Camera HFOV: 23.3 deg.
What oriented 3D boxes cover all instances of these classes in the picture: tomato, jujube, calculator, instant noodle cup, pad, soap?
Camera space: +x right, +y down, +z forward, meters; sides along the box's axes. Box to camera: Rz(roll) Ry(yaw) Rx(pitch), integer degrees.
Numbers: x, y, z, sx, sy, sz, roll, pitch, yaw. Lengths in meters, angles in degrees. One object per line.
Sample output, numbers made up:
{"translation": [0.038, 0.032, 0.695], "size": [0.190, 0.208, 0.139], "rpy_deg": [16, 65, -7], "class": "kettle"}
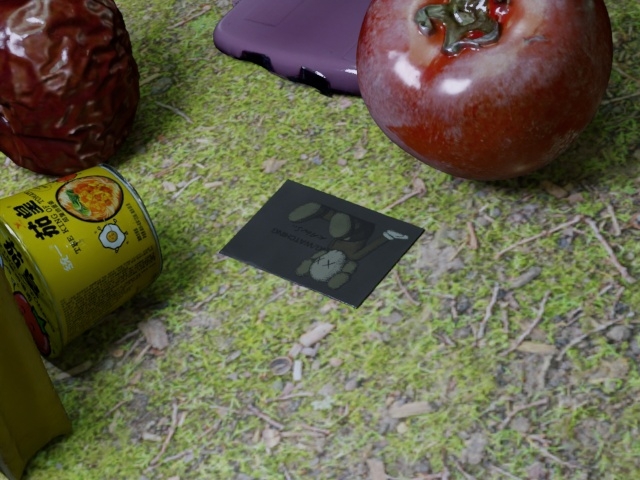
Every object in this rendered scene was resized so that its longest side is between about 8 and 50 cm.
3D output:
{"translation": [0.180, -0.190, 1.649], "size": [0.270, 0.227, 0.270], "rpy_deg": [-10, 61, 19], "class": "tomato"}
{"translation": [-0.307, -0.201, 1.802], "size": [0.213, 0.232, 0.213], "rpy_deg": [-10, 42, 9], "class": "jujube"}
{"translation": [0.000, -0.268, 1.913], "size": [0.294, 0.043, 0.194], "rpy_deg": [21, 56, 35], "class": "calculator"}
{"translation": [-0.261, 0.012, 1.626], "size": [0.144, 0.182, 0.182], "rpy_deg": [-30, 44, -27], "class": "instant noodle cup"}
{"translation": [0.000, 0.000, 1.671], "size": [0.190, 0.004, 0.127], "rpy_deg": [21, 55, 33], "class": "pad"}
{"translation": [-0.361, 0.070, 1.483], "size": [0.091, 0.315, 0.199], "rpy_deg": [-40, 47, -24], "class": "soap"}
